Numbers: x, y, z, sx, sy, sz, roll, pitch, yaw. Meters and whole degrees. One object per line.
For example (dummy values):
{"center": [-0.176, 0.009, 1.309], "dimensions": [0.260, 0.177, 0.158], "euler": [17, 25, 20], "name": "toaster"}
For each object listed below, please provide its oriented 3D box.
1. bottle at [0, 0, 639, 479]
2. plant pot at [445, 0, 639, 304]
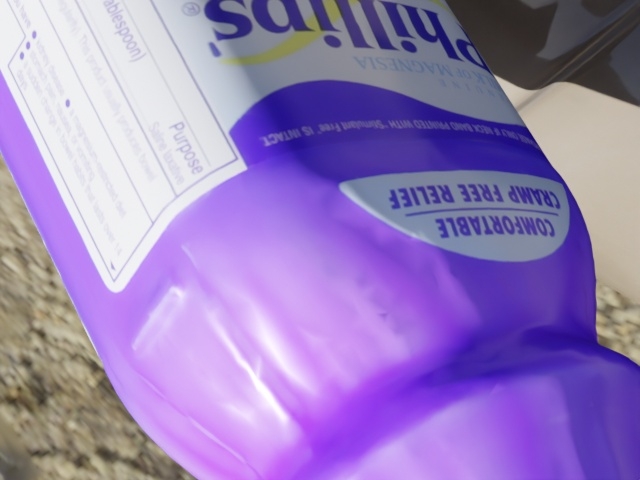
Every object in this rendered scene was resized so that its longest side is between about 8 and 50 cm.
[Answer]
{"center": [0.000, 0.000, 0.454], "dimensions": [0.118, 0.283, 0.092], "euler": [0, 140, -41], "name": "bottle"}
{"center": [0.187, -0.076, 0.677], "dimensions": [0.323, 0.323, 0.280], "euler": [-45, 96, -7], "name": "plant pot"}
